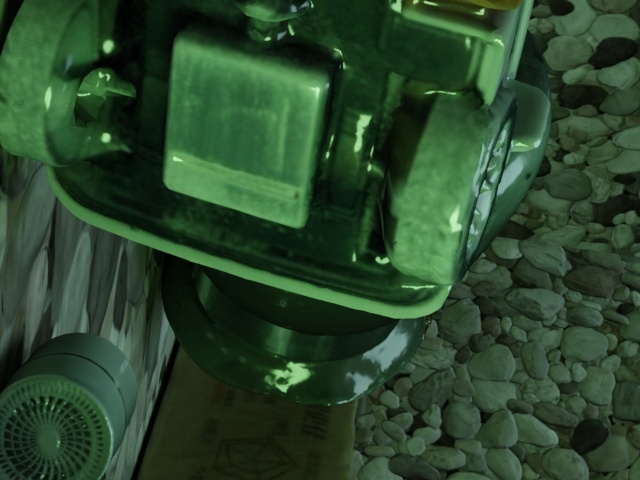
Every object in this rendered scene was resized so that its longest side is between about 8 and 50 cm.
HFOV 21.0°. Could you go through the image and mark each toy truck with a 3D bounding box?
[{"bbox_3d":[0.017,-0.177,0.535,0.207,0.173,0.388,-61,165,-49],"label":"toy truck"}]

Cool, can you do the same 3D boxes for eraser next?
[{"bbox_3d":[-0.048,0.147,1.237,0.343,0.144,0.078,-78,176,-63],"label":"eraser"}]

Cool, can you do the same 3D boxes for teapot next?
[{"bbox_3d":[-0.027,-0.045,1.074,0.223,0.305,0.285,-36,157,-34],"label":"teapot"}]

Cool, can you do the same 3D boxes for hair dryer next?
[{"bbox_3d":[-0.092,0.108,0.646,0.082,0.047,0.137,-87,174,-83],"label":"hair dryer"}]

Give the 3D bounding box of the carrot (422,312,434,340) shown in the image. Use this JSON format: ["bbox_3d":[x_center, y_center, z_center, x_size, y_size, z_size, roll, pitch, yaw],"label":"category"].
[{"bbox_3d":[0.000,-0.001,1.292,0.069,0.228,0.069,-38,-156,20],"label":"carrot"}]
